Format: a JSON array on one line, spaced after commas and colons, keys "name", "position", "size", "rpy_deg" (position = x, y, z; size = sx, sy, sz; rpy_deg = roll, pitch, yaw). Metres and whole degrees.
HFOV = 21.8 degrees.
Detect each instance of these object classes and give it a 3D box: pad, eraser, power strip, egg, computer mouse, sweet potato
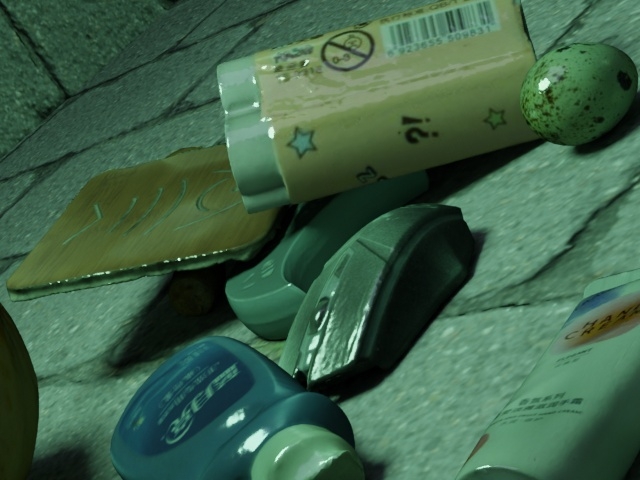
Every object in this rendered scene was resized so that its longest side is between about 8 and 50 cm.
[{"name": "pad", "position": [-0.150, -0.033, 1.686], "size": [0.284, 0.018, 0.286], "rpy_deg": [-11, 25, 20]}, {"name": "eraser", "position": [0.056, -0.138, 1.541], "size": [0.290, 0.087, 0.171], "rpy_deg": [-15, 52, 6]}, {"name": "power strip", "position": [0.000, 0.000, 1.557], "size": [0.167, 0.054, 0.253], "rpy_deg": [-17, 26, 44]}, {"name": "egg", "position": [0.221, -0.126, 1.416], "size": [0.110, 0.085, 0.085], "rpy_deg": [-23, 11, -26]}, {"name": "computer mouse", "position": [0.036, 0.040, 1.353], "size": [0.126, 0.071, 0.231], "rpy_deg": [-13, 30, 52]}, {"name": "sweet potato", "position": [-0.144, -0.030, 1.824], "size": [0.109, 0.109, 0.385], "rpy_deg": [-34, 17, 7]}]

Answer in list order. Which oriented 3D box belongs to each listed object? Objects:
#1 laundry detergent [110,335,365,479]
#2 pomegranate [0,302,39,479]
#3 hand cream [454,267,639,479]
[{"name": "laundry detergent", "position": [-0.057, 0.151, 1.201], "size": [0.143, 0.094, 0.290], "rpy_deg": [-43, 18, -14]}, {"name": "pomegranate", "position": [-0.421, 0.176, 1.394], "size": [0.411, 0.411, 0.411], "rpy_deg": [-32, 18, 12]}, {"name": "hand cream", "position": [0.159, 0.093, 1.005], "size": [0.124, 0.078, 0.341], "rpy_deg": [-23, 17, 38]}]
